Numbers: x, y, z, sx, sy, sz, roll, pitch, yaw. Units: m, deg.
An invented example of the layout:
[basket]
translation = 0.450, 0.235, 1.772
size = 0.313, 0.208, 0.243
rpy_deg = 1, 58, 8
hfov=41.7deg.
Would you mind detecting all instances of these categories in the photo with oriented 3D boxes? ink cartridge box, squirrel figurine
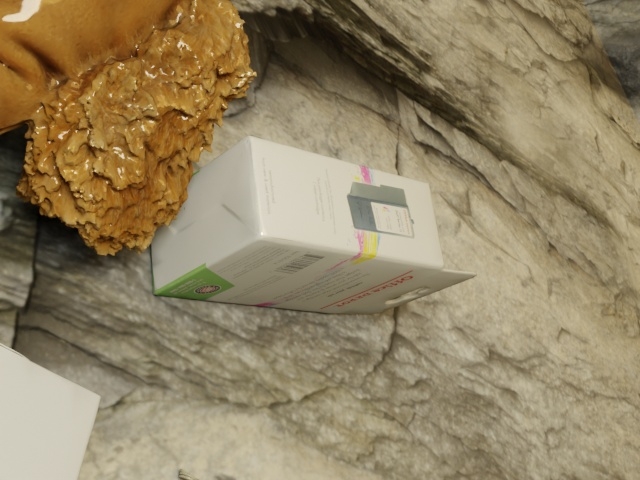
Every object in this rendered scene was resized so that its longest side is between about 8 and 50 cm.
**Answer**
[ink cartridge box]
translation = 0.000, 0.000, 1.010
size = 0.354, 0.207, 0.119
rpy_deg = 11, 64, -41
[squirrel figurine]
translation = -0.269, -0.155, 0.788
size = 0.397, 0.281, 0.370
rpy_deg = 40, 53, -18

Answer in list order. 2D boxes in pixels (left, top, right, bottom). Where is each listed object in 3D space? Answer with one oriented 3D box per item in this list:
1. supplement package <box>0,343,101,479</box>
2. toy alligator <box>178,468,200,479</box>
[supplement package]
translation = -0.303, 0.224, 0.585
size = 0.178, 0.175, 0.292
rpy_deg = 35, 38, -26
[toy alligator]
translation = -0.081, 0.311, 0.885
size = 0.190, 0.056, 0.051
rpy_deg = 33, 71, -6
